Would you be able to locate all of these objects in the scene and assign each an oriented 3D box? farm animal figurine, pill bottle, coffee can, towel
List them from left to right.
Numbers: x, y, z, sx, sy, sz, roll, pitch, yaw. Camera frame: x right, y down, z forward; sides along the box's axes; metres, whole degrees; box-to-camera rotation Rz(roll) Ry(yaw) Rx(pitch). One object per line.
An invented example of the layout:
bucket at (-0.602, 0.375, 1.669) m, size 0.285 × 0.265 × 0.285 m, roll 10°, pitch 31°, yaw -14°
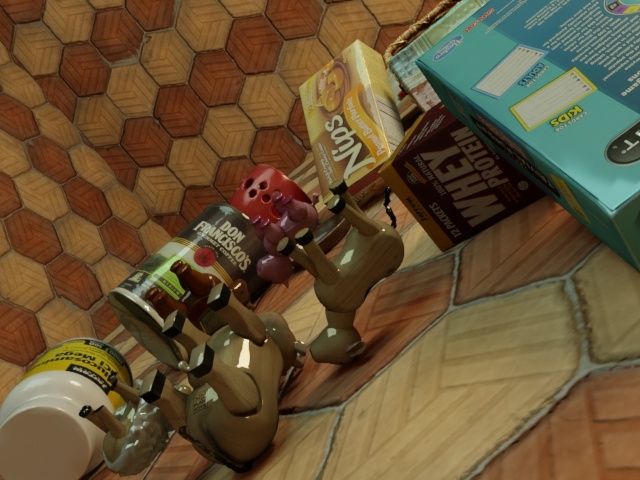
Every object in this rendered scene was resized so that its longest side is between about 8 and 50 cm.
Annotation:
pill bottle at (-0.432, 0.292, 1.268) m, size 0.188 × 0.188 × 0.334 m, roll -40°, pitch 10°, yaw -1°
coffee can at (-0.242, 0.086, 1.457) m, size 0.275 × 0.201 × 0.201 m, roll -46°, pitch 11°, yaw -29°
farm animal figurine at (-0.063, 0.112, 0.827) m, size 0.330 × 0.172 × 0.326 m, roll -22°, pitch 31°, yaw 38°
towel at (0.326, -0.366, 1.373) m, size 0.370 × 0.040 × 0.271 m, roll -37°, pitch 54°, yaw 13°

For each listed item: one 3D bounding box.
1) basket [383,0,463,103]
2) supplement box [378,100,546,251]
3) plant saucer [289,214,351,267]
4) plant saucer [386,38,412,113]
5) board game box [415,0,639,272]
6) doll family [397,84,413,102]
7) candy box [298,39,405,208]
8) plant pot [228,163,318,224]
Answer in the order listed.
basket at (0.298, -0.383, 1.501) m, size 0.299 × 0.223 × 0.213 m, roll -36°, pitch 10°, yaw 14°
supplement box at (0.207, -0.120, 0.913) m, size 0.194 × 0.129 × 0.191 m, roll -33°, pitch 12°, yaw 35°
plant saucer at (0.000, 0.000, 1.449) m, size 0.168 × 0.029 × 0.168 m, roll -38°, pitch 11°, yaw 8°
plant saucer at (0.234, -0.458, 2.120) m, size 0.400 × 0.101 × 0.400 m, roll -54°, pitch 1°, yaw 1°
board game box at (0.262, -0.154, 0.631) m, size 0.254 × 0.079 × 0.336 m, roll -38°, pitch 35°, yaw 7°
doll family at (0.302, -0.364, 1.709) m, size 0.263 × 0.118 × 0.163 m, roll -31°, pitch -15°, yaw 23°
candy box at (0.068, -0.235, 1.539) m, size 0.183 × 0.088 × 0.316 m, roll -34°, pitch 54°, yaw 33°
plant pot at (-0.128, -0.052, 1.700) m, size 0.174 × 0.191 × 0.191 m, roll -48°, pitch 12°, yaw -19°
